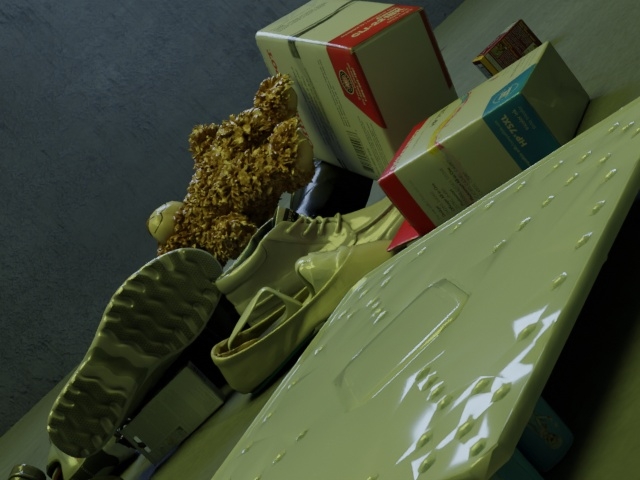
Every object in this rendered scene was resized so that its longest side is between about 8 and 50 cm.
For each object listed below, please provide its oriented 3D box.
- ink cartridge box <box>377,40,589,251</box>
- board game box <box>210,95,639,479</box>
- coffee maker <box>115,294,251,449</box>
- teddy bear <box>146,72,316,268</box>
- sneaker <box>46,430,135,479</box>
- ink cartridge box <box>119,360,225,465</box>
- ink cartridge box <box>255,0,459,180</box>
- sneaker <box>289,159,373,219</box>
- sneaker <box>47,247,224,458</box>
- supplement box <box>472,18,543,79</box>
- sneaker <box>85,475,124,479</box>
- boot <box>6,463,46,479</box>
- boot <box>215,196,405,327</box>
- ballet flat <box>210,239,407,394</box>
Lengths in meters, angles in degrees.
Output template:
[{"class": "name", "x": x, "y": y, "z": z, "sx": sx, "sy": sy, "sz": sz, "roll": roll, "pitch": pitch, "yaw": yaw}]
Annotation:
[{"class": "ink cartridge box", "x": 0.148, "y": -0.091, "z": 1.162, "sx": 0.231, "sy": 0.078, "sz": 0.134, "roll": -31, "pitch": 14, "yaw": 36}, {"class": "board game box", "x": 0.071, "y": 0.086, "z": 0.801, "sx": 0.390, "sy": 0.050, "sz": 0.390, "roll": -36, "pitch": 12, "yaw": 46}, {"class": "coffee maker", "x": -0.171, "y": 0.159, "z": 1.458, "sx": 0.178, "sy": 0.120, "sz": 0.171, "roll": -40, "pitch": 42, "yaw": 31}, {"class": "teddy bear", "x": -0.125, "y": -0.070, "z": 1.493, "sx": 0.338, "sy": 0.113, "sz": 0.245, "roll": -30, "pitch": 58, "yaw": 45}, {"class": "sneaker", "x": -0.340, "y": 0.295, "z": 1.576, "sx": 0.108, "sy": 0.100, "sz": 0.271, "roll": -52, "pitch": 11, "yaw": -20}, {"class": "ink cartridge box", "x": -0.174, "y": 0.203, "z": 1.345, "sx": 0.115, "sy": 0.063, "sz": 0.029, "roll": -44, "pitch": 8, "yaw": 7}, {"class": "ink cartridge box", "x": 0.051, "y": -0.192, "z": 1.448, "sx": 0.114, "sy": 0.197, "sz": 0.273, "roll": -33, "pitch": 26, "yaw": -17}, {"class": "sneaker", "x": -0.001, "y": -0.014, "z": 1.533, "sx": 0.286, "sy": 0.109, "sz": 0.130, "roll": -57, "pitch": 19, "yaw": -21}, {"class": "sneaker", "x": -0.221, "y": 0.123, "z": 1.354, "sx": 0.281, "sy": 0.105, "sz": 0.115, "roll": -50, "pitch": 1, "yaw": -4}, {"class": "supplement box", "x": 0.263, "y": -0.260, "z": 1.597, "sx": 0.083, "sy": 0.055, "sz": 0.043, "roll": -43, "pitch": 8, "yaw": -3}, {"class": "sneaker", "x": -0.270, "y": 0.316, "z": 1.250, "sx": 0.152, "sy": 0.058, "sz": 0.084, "roll": -41, "pitch": 13, "yaw": -7}, {"class": "boot", "x": -0.432, "y": 0.419, "z": 1.505, "sx": 0.190, "sy": 0.076, "sz": 0.209, "roll": 109, "pitch": 175, "yaw": -45}, {"class": "boot", "x": 0.000, "y": 0.000, "z": 1.312, "sx": 0.258, "sy": 0.123, "sz": 0.095, "roll": -44, "pitch": 8, "yaw": -3}, {"class": "ballet flat", "x": -0.018, "y": 0.066, "z": 1.226, "sx": 0.248, "sy": 0.086, "sz": 0.086, "roll": -43, "pitch": 8, "yaw": 7}]
